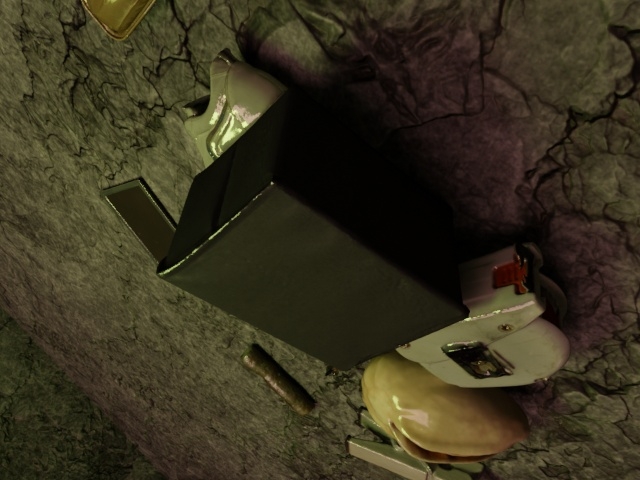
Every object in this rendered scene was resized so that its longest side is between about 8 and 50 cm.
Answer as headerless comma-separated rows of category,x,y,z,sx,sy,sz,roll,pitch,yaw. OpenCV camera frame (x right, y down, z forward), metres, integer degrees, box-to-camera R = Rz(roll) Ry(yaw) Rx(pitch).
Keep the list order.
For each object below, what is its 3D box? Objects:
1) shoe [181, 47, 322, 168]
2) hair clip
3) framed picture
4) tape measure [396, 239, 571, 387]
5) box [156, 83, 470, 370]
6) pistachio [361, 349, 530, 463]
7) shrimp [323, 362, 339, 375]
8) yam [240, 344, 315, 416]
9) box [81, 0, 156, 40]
shoe,-0.145,-0.157,0.928,0.210,0.132,0.342,39,137,2
hair clip,0.225,0.523,1.339,0.330,0.101,0.085,16,133,24
framed picture,-0.417,-0.035,1.350,0.197,0.014,0.252,-7,124,42
tape measure,0.254,0.134,0.853,0.258,0.130,0.265,-23,129,37
box,0.000,0.001,0.787,0.345,0.205,0.251,34,131,-28
pistachio,0.230,0.310,1.035,0.317,0.214,0.194,18,139,-3
shrimp,0.014,0.234,1.252,0.152,0.046,0.219,29,137,10
yam,-0.114,0.387,1.499,0.253,0.061,0.061,46,141,-12
box,-0.298,-0.384,0.833,0.177,0.111,0.111,-21,114,48
